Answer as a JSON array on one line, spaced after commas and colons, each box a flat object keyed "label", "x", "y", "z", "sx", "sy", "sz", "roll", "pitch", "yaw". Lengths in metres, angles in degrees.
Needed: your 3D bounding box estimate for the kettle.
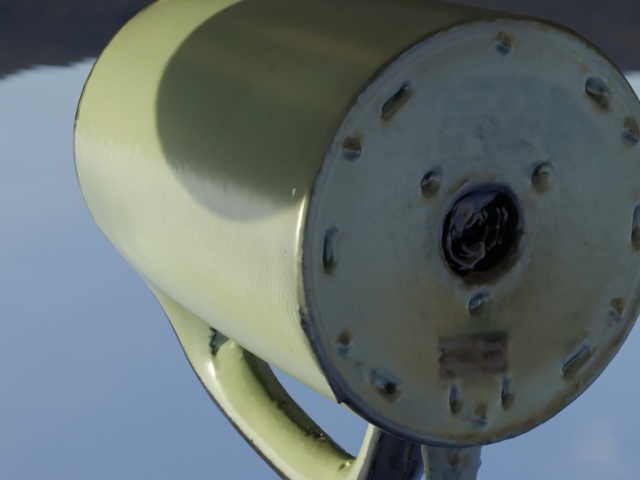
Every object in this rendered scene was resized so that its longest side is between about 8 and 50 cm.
[{"label": "kettle", "x": 0.000, "y": 0.000, "z": 0.790, "sx": 0.165, "sy": 0.240, "sz": 0.255, "roll": -7, "pitch": -164, "yaw": -31}]
